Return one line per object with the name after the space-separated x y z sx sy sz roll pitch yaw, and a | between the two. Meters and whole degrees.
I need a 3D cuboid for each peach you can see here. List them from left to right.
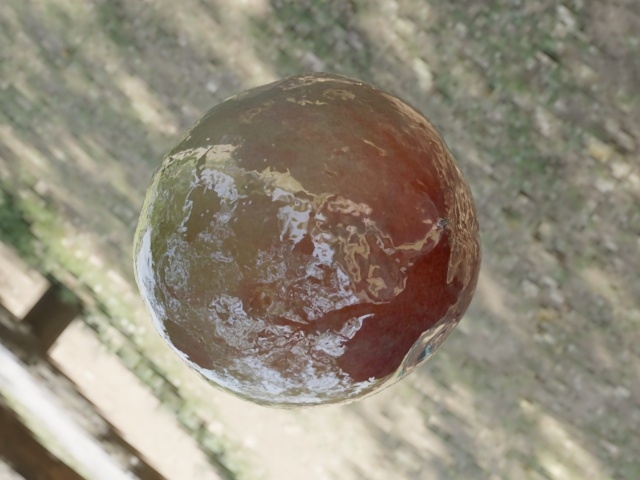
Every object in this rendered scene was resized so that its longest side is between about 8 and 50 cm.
-0.001 0.001 0.364 0.083 0.083 0.083 30 155 16 | peach
